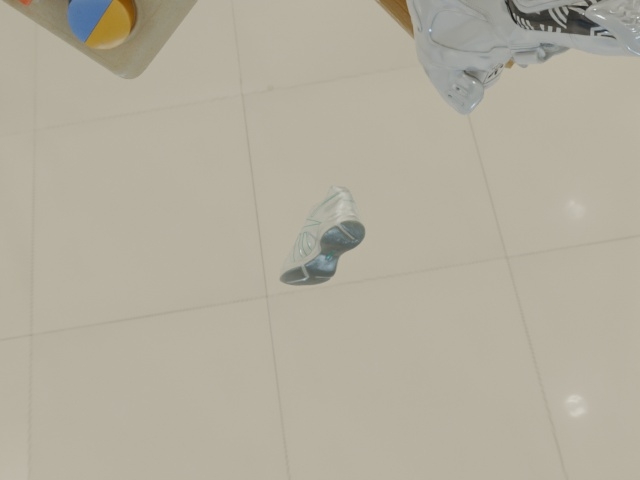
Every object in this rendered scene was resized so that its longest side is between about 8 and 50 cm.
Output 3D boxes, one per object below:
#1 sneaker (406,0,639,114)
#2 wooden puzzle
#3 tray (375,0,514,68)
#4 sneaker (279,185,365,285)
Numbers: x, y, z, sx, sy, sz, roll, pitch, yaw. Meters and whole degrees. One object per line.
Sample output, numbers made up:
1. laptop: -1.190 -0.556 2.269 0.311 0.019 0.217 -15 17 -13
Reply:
1. sneaker: 0.226 -0.234 0.702 0.137 0.210 0.366 -40 51 -13
2. wooden puzzle: -0.326 -0.418 0.897 0.322 0.348 0.080 -42 38 26
3. tray: 0.116 -0.405 0.915 0.076 0.411 0.203 -57 39 3
4. sneaker: 0.000 0.000 0.687 0.054 0.152 0.061 12 53 -27
